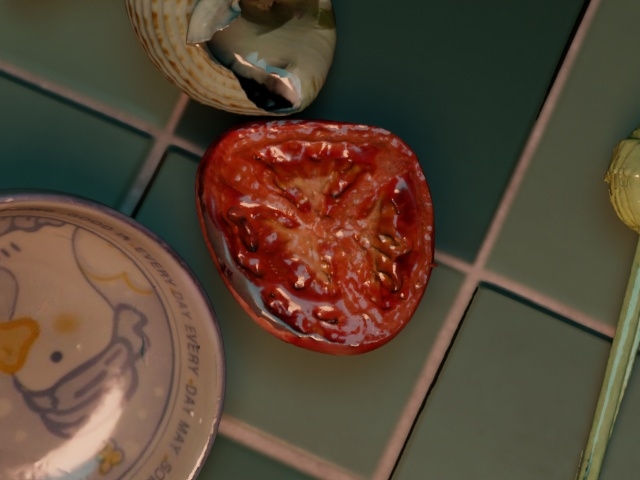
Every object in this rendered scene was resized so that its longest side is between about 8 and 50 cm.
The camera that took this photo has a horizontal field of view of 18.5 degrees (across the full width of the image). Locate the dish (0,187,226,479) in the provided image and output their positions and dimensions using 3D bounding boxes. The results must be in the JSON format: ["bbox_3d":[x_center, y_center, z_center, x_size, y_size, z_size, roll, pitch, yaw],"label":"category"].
[{"bbox_3d":[-0.213,0.085,1.319,0.273,0.134,0.273,-6,107,-20],"label":"dish"}]

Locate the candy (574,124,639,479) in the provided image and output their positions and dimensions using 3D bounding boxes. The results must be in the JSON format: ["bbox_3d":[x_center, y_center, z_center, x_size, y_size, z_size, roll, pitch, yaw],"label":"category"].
[{"bbox_3d":[0.220,0.067,1.393,0.092,0.093,0.335,7,76,44],"label":"candy"}]

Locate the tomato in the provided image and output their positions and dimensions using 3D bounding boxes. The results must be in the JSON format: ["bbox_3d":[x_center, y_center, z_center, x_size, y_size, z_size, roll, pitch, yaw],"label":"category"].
[{"bbox_3d":[-0.006,0.005,1.384,0.166,0.082,0.174,0,67,-8],"label":"tomato"}]

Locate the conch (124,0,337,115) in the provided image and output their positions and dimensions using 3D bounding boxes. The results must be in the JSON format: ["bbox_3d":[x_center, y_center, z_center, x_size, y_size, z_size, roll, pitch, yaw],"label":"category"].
[{"bbox_3d":[-0.078,-0.174,1.405,0.131,0.172,0.200,1,37,30],"label":"conch"}]
